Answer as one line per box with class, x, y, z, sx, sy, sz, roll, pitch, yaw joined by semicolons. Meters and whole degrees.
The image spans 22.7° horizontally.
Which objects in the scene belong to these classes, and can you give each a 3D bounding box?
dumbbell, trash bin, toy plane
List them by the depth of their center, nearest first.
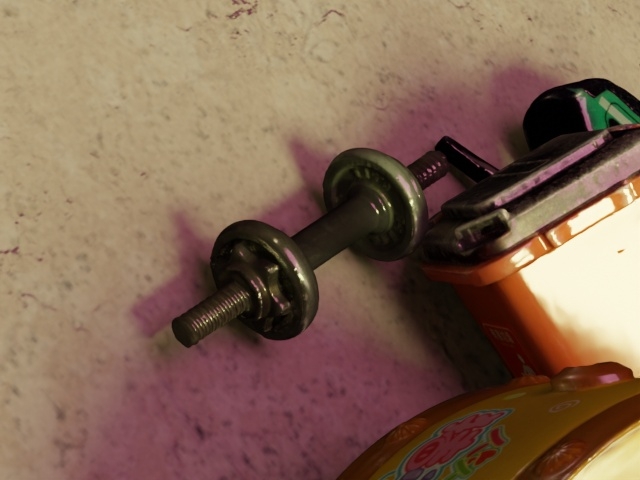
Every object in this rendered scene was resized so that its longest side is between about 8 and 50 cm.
dumbbell;0.000;0.000;1.001;0.254;0.081;0.081;-33;88;-41
trash bin;0.200;0.047;1.049;0.184;0.161;0.238;-32;96;-9
toy plane;0.264;0.004;1.185;0.382;0.106;0.155;42;55;-12

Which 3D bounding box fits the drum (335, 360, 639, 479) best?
drum;0.179;0.275;0.823;0.431;0.214;0.431;4;81;-25
